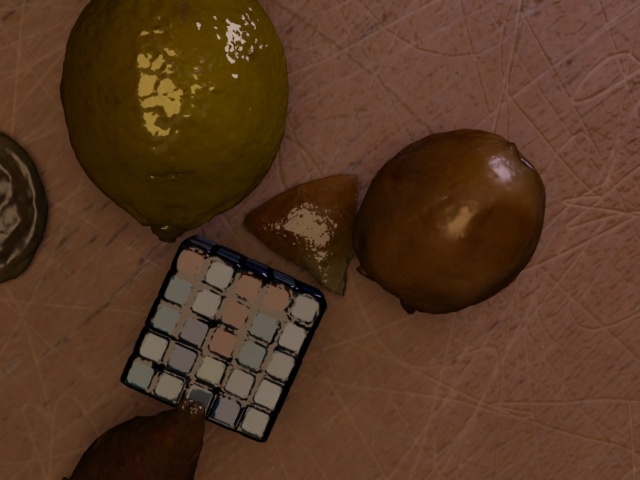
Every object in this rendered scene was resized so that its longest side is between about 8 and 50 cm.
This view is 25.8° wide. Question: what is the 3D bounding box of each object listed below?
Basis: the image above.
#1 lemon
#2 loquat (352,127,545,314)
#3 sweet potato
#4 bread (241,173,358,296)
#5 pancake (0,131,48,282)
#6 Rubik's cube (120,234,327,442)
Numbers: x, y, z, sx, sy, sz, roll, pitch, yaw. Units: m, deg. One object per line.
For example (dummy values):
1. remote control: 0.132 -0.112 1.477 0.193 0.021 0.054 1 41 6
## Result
1. lemon: -0.162 -0.161 1.594 0.268 0.268 0.321 -7 95 -2
2. loquat: 0.150 -0.027 1.628 0.193 0.238 0.238 34 90 -23
3. sweet potato: -0.205 0.261 1.601 0.131 0.131 0.336 41 129 -2
4. bread: 0.003 -0.025 1.707 0.154 0.054 0.136 38 87 -5
5. pancake: -0.451 -0.040 1.696 0.236 0.042 0.222 26 89 -3
6. Rubik's cube: -0.109 0.110 1.641 0.182 0.184 0.187 24 89 -1
